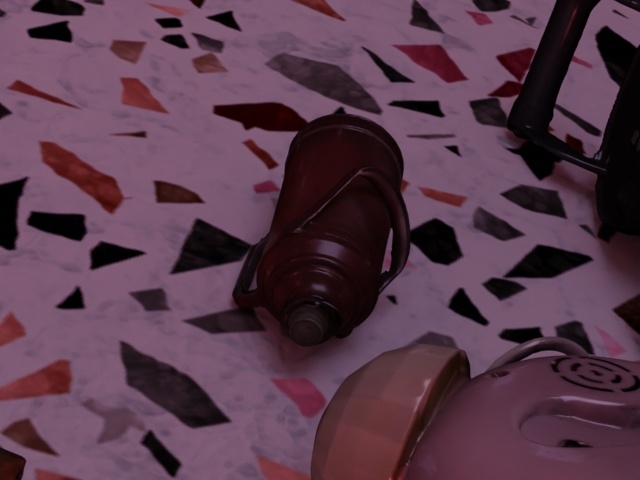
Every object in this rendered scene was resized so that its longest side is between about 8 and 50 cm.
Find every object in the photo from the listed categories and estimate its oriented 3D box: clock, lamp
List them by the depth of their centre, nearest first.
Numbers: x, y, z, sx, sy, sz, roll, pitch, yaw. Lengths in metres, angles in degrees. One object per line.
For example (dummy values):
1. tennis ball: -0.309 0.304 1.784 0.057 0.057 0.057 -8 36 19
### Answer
1. clock: 0.188 0.174 1.076 0.342 0.184 0.326 8 16 -25
2. lamp: 0.373 -0.078 1.525 0.272 0.205 0.374 12 20 -28

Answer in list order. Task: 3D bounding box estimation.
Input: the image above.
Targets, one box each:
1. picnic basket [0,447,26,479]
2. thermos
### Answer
1. picnic basket: -0.333 0.149 0.795 0.321 0.254 0.291 30 33 -3
2. thermos: 0.001 0.003 1.331 0.124 0.099 0.232 -13 30 18
